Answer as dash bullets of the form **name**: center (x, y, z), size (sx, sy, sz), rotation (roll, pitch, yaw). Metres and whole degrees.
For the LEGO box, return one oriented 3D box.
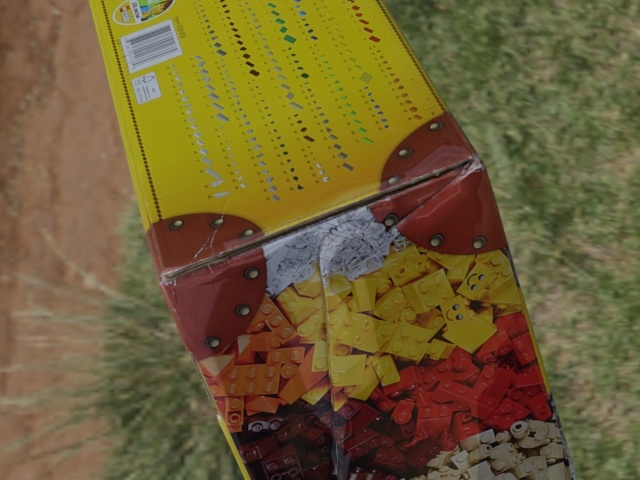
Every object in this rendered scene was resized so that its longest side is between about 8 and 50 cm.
- **LEGO box**: center (0.000, 0.000, 1.165), size (0.193, 0.372, 0.500), rotation (-21, 35, -1)
